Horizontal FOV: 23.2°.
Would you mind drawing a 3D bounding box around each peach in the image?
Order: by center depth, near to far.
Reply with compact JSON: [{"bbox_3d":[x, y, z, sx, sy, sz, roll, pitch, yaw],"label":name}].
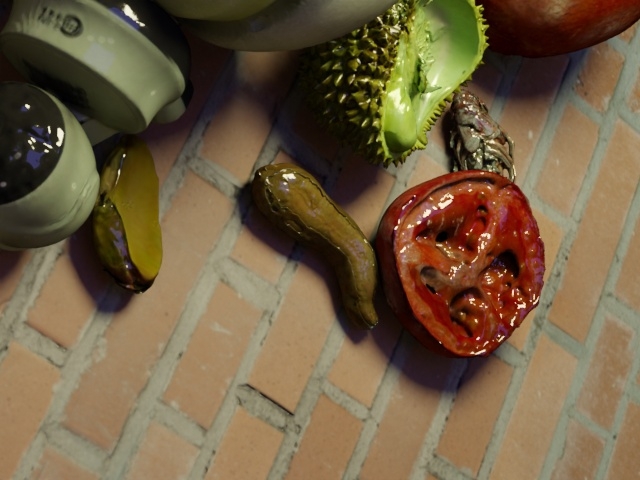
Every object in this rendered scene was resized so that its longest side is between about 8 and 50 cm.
[{"bbox_3d":[0.313,-0.436,1.947,0.335,0.310,0.405,41,51,-28],"label":"peach"}]

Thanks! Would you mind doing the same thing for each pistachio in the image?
[{"bbox_3d":[-0.212,-0.027,1.649,0.089,0.049,0.172,18,64,-56],"label":"pistachio"}]

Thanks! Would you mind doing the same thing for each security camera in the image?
[{"bbox_3d":[-0.270,-0.119,1.542,0.197,0.191,0.277,25,74,17],"label":"security camera"}]

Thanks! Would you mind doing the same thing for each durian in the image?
[{"bbox_3d":[0.075,-0.211,1.799,0.236,0.177,0.200,-63,158,6],"label":"durian"}]

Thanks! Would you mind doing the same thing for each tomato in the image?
[{"bbox_3d":[0.153,0.028,1.857,0.228,0.101,0.227,3,84,-30],"label":"tomato"}]

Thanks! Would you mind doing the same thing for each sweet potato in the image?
[{"bbox_3d":[0.005,-0.003,1.787,0.081,0.062,0.233,-45,108,-18],"label":"sweet potato"}]

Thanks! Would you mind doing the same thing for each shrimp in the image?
[{"bbox_3d":[0.203,-0.096,1.941,0.073,0.075,0.190,-26,106,-68],"label":"shrimp"}]

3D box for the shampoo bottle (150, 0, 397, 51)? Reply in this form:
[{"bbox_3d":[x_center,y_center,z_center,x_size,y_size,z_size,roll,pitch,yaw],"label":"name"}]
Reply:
[{"bbox_3d":[-0.047,-0.354,1.598,0.317,0.322,0.322,-7,82,-52],"label":"shampoo bottle"}]
